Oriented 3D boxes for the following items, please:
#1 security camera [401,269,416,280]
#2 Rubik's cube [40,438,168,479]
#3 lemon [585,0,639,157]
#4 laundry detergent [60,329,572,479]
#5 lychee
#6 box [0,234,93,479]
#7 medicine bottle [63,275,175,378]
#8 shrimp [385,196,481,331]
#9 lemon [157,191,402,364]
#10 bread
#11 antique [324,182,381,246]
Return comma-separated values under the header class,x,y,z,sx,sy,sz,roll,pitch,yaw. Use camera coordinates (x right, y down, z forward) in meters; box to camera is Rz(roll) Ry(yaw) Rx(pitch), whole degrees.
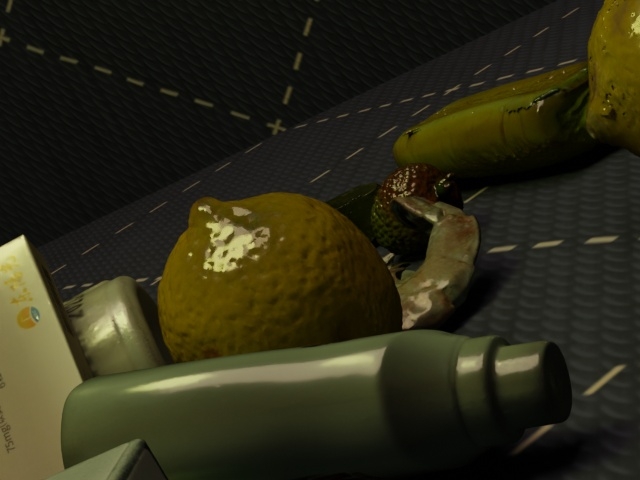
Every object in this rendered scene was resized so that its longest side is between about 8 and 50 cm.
class,x,y,z,sx,sy,sz,roll,pitch,yaw
security camera,0.083,0.057,1.797,0.058,0.058,0.092,-32,25,-21
Rubik's cube,-0.175,0.283,1.004,0.205,0.205,0.207,-25,13,17
lemon,0.410,-0.189,1.599,0.310,0.258,0.258,-25,12,-3
laundry detergent,0.015,0.145,1.279,0.397,0.125,0.264,-13,-16,26
lychee,0.122,-0.039,1.945,0.146,0.114,0.114,-44,-1,41
box,-0.305,0.183,1.485,0.200,0.343,0.065,-28,-27,2
medicine bottle,-0.315,0.207,1.631,0.371,0.211,0.211,-28,12,0
shrimp,0.052,0.026,1.752,0.247,0.085,0.360,-35,30,-6
lemon,-0.044,0.067,1.517,0.228,0.253,0.228,-30,38,28
bread,0.252,-0.145,2.091,0.166,0.112,0.383,-32,11,-30
antique,0.000,0.000,2.131,0.221,0.080,0.081,-26,13,2
